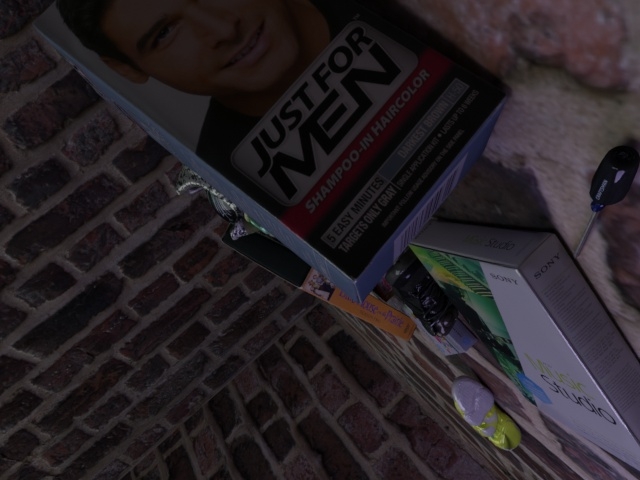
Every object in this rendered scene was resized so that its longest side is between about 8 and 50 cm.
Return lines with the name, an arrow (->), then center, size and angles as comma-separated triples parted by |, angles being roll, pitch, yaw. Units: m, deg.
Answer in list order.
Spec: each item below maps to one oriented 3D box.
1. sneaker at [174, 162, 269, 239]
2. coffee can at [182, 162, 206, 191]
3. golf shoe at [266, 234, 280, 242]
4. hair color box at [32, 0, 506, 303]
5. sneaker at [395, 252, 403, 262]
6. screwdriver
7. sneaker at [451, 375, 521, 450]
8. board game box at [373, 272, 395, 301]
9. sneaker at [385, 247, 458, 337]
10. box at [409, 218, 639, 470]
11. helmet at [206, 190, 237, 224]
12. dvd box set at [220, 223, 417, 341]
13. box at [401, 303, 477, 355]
sneaker -> -0.080, -0.068, 0.849 | 0.410, 0.182, 0.158 | 28, -175, 13
coffee can -> -0.251, -0.253, 1.106 | 0.275, 0.201, 0.201 | 54, 171, -36
golf shoe -> -0.101, -0.085, 1.258 | 0.273, 0.105, 0.120 | -117, 19, -58
hair color box -> -0.054, -0.136, 0.445 | 0.374, 0.185, 0.113 | 38, 172, 16
sneaker -> 0.083, -0.015, 0.910 | 0.170, 0.063, 0.075 | 30, 160, 54
screwdriver -> 0.206, -0.019, 0.372 | 0.025, 0.024, 0.170 | 15, 162, 18
sneaker -> 0.378, 0.407, 1.184 | 0.240, 0.091, 0.126 | 50, 173, -13
board game box -> 0.096, 0.046, 1.174 | 0.147, 0.045, 0.193 | 39, 168, 51
sneaker -> 0.175, 0.082, 0.791 | 0.130, 0.087, 0.227 | 44, 174, 22
box -> 0.259, 0.116, 0.584 | 0.322, 0.058, 0.232 | 52, 171, -14
helmet -> -0.155, -0.117, 1.000 | 0.161, 0.169, 0.169 | 47, 175, -40
dvd box set -> 0.005, 0.099, 1.141 | 0.307, 0.062, 0.420 | 24, 174, 46
box -> 0.240, 0.170, 1.012 | 0.145, 0.038, 0.186 | 48, 173, 13
